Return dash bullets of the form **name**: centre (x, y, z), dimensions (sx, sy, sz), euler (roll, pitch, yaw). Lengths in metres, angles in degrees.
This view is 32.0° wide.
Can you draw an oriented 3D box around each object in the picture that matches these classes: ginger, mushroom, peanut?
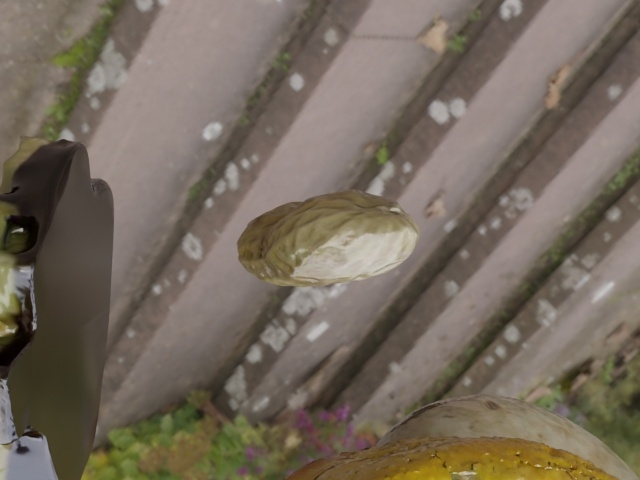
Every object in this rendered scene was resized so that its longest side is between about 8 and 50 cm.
- **ginger**: centre (-0.336, 0.093, 1.057), dimensions (0.211, 0.413, 0.358), euler (4, 158, 0)
- **mushroom**: centre (0.114, 0.217, 0.835), dimensions (0.254, 0.189, 0.195), euler (-17, 146, -52)
- **peanut**: centre (0.000, 0.000, 1.333), dimensions (0.197, 0.110, 0.233), euler (-12, 180, -32)

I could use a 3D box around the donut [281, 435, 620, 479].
- **donut**: centre (0.066, 0.206, 0.518), dimensions (0.253, 0.253, 0.118), euler (-34, 173, -21)
